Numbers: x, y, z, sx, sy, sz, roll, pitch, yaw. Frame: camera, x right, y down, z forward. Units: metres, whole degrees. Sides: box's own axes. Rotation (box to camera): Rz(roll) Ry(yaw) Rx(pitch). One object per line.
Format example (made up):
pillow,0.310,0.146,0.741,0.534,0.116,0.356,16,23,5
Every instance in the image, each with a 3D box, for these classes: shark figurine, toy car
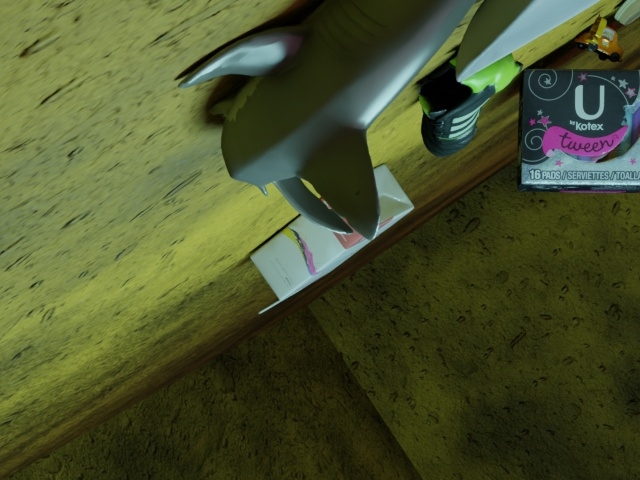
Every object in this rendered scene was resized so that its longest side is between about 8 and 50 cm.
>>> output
shark figurine,-0.001,-0.047,0.734,0.166,0.116,0.278,-30,173,-27
toy car,0.329,-0.231,1.535,0.122,0.060,0.040,-72,-174,-86

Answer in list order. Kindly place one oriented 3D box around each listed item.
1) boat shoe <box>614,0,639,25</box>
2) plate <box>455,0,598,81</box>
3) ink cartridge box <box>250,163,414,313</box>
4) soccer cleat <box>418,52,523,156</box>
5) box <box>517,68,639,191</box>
boat shoe,0.387,-0.276,1.510,0.050,0.045,0.135,-30,174,-43
plate,0.221,-0.223,0.851,0.278,0.045,0.277,-32,175,-16
ink cartridge box,0.000,0.000,1.570,0.198,0.067,0.115,-38,174,35
soccer cleat,0.110,-0.120,1.162,0.072,0.060,0.179,-22,165,-22
box,0.362,-0.131,1.618,0.247,0.142,0.163,0,179,6
